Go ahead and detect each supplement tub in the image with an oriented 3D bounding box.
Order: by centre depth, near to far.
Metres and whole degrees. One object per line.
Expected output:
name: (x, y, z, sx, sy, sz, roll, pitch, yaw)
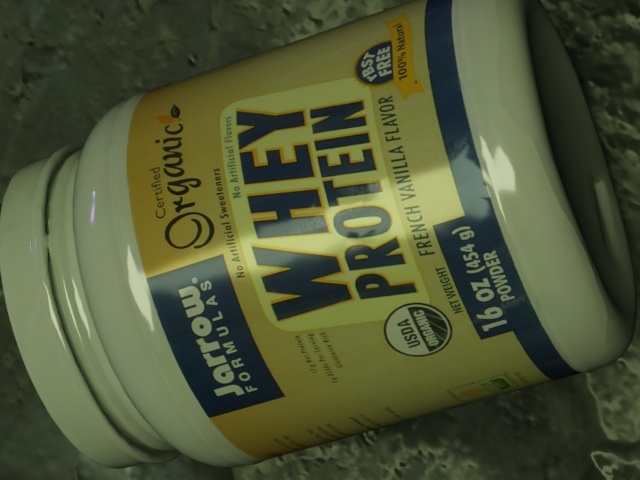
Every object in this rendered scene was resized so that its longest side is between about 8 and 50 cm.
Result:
supplement tub: (0.000, 0.000, 1.078, 0.316, 0.228, 0.228, -18, 89, 17)
